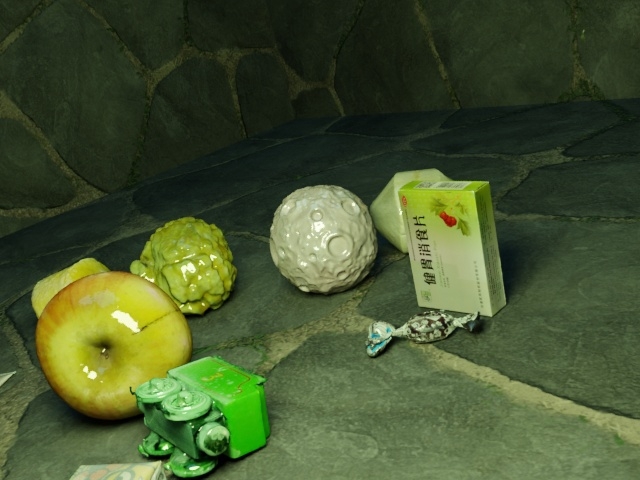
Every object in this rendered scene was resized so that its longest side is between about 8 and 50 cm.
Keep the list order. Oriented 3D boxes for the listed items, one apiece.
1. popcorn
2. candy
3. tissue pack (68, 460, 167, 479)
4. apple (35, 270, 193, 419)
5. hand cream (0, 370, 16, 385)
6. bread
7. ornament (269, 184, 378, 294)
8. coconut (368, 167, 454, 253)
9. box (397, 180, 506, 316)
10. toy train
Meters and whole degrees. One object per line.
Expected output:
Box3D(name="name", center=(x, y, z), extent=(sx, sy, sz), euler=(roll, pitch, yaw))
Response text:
Box3D(name="popcorn", center=(-0.322, 0.066, 1.886), extent=(0.270, 0.224, 0.258), euler=(8, 35, 35))
Box3D(name="candy", center=(0.193, 0.171, 1.469), extent=(0.227, 0.051, 0.094), euler=(-15, 29, 4))
Box3D(name="tissue pack", center=(-0.319, 0.387, 1.178), extent=(0.148, 0.060, 0.108), euler=(-7, 18, 18))
Box3D(name="apple", center=(-0.379, 0.191, 1.463), extent=(0.286, 0.285, 0.233), euler=(-13, 0, 2))
Box3D(name="hand cream", center=(-0.736, 0.334, 1.693), extent=(0.052, 0.038, 0.216), euler=(16, 18, 3))
Box3D(name="bread", center=(-0.584, 0.149, 1.894), extent=(0.171, 0.197, 0.197), euler=(-16, 17, 15))
Box3D(name="ornament", center=(0.000, 0.000, 1.789), extent=(0.225, 0.259, 0.259), euler=(-13, 18, -14))
Box3D(name="coconut", center=(0.228, -0.072, 1.922), extent=(0.222, 0.202, 0.202), euler=(-10, 19, 6))
Box3D(name="box", center=(0.258, 0.013, 1.538), extent=(0.175, 0.260, 0.062), euler=(4, 25, 42))
Box3D(name="toy train", center=(-0.197, 0.284, 1.296), extent=(0.188, 0.132, 0.243), euler=(-16, 16, -34))
